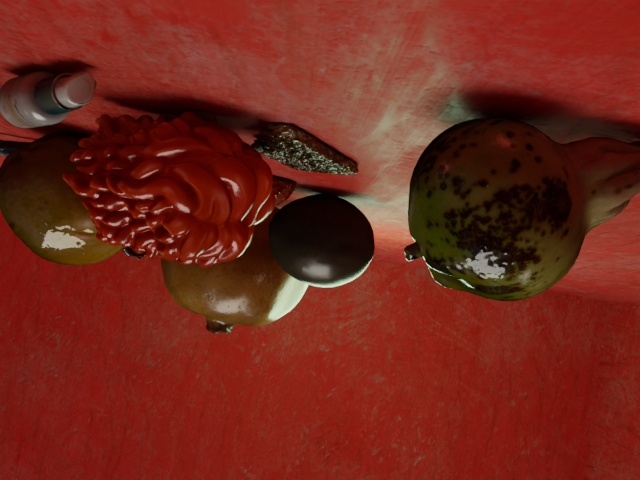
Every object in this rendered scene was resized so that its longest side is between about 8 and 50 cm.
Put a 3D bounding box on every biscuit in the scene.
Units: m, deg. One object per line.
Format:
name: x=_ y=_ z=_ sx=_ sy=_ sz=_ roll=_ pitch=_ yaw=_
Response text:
biscuit: x=-0.041 y=-0.143 z=1.094 sx=0.131 sy=0.026 sz=0.237 roll=6 pitch=174 yaw=29

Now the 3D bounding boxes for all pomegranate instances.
pomegranate: x=0.236 y=-0.031 z=0.761 sx=0.277 sy=0.203 sz=0.222 roll=8 pitch=173 yaw=18
pomegranate: x=-0.233 y=0.067 z=1.859 sx=0.417 sy=0.416 sz=0.416 roll=10 pitch=175 yaw=1

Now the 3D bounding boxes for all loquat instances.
loquat: x=-0.499 y=-0.092 z=1.386 sx=0.276 sy=0.276 sz=0.284 roll=6 pitch=149 yaw=38

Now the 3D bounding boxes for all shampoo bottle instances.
shampoo bottle: x=-0.368 y=-0.192 z=0.916 sx=0.192 sy=0.074 sz=0.074 roll=6 pitch=174 yaw=45

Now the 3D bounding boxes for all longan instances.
longan: x=0.000 y=0.000 z=1.551 sx=0.248 sy=0.248 sz=0.248 roll=10 pitch=175 yaw=1

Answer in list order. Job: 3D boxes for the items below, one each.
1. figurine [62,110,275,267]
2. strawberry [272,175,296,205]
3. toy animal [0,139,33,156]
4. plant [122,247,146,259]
figurine: x=-0.233 y=-0.091 z=1.107 sx=0.306 sy=0.241 sz=0.412 roll=20 pitch=-176 yaw=-10
strawberry: x=-0.188 y=-0.096 z=1.468 sx=0.236 sy=0.106 sz=0.175 roll=6 pitch=174 yaw=34
toy animal: x=-0.804 y=-0.209 z=1.535 sx=0.367 sy=0.081 sz=0.206 roll=12 pitch=164 yaw=-18
plant: x=-0.470 y=-0.070 z=1.686 sx=0.178 sy=0.233 sz=0.204 roll=17 pitch=179 yaw=-17
